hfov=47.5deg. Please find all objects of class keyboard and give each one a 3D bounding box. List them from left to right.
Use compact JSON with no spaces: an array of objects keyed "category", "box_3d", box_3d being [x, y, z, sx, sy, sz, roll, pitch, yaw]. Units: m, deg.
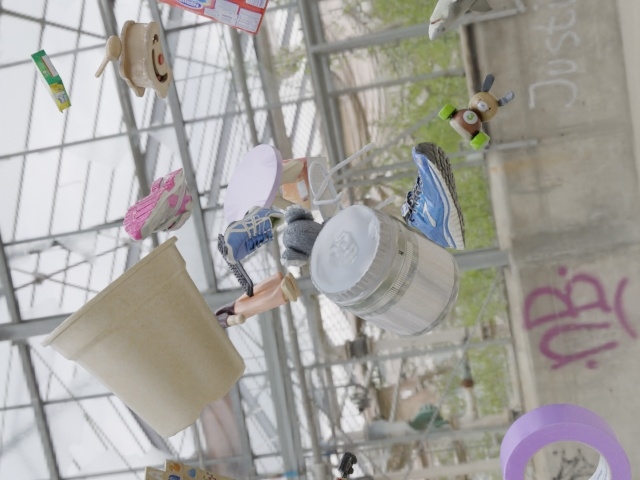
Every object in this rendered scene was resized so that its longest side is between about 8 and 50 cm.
[{"category":"keyboard","box_3d":[-0.233,0.074,1.973,0.180,0.023,0.108,56,161,22]}]

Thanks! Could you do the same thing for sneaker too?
[{"category":"sneaker","box_3d":[-0.357,-0.065,1.677,0.111,0.103,0.252,59,-148,-22]},{"category":"sneaker","box_3d":[-0.156,-0.018,1.684,0.211,0.081,0.080,-56,-39,-47]},{"category":"sneaker","box_3d":[0.264,-0.094,1.788,0.130,0.147,0.330,-82,-22,-47]}]

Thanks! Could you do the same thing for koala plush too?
[{"category":"koala plush","box_3d":[0.000,0.000,1.916,0.203,0.221,0.196,150,130,-65]}]

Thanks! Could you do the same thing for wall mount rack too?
[{"category":"wall mount rack","box_3d":[0.100,-0.120,2.201,0.350,0.130,0.304,65,-146,-31]}]

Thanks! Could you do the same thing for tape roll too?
[{"category":"tape roll","box_3d":[0.552,0.515,1.654,0.090,0.274,0.275,-64,-36,-73]}]

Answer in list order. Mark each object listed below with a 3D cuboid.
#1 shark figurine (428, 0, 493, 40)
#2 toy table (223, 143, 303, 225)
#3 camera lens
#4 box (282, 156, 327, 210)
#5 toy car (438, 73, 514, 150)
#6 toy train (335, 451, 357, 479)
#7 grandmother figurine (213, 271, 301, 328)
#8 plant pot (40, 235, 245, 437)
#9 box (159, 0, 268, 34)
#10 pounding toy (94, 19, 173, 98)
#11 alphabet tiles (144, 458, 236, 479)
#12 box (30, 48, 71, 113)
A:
[{"category":"shark figurine","box_3d":[0.357,-0.544,1.569,0.116,0.278,0.166,35,-142,-29]},{"category":"toy table","box_3d":[-0.162,-0.149,2.221,0.161,0.274,0.252,11,-145,-51]},{"category":"camera lens","box_3d":[0.141,0.069,1.532,0.274,0.219,0.219,28,-136,-37]},{"category":"box","box_3d":[-0.049,-0.178,2.332,0.091,0.130,0.171,-7,-87,-43]},{"category":"toy car","box_3d":[0.467,-0.382,2.113,0.155,0.188,0.149,44,-164,8]},{"category":"toy train","box_3d":[0.034,0.491,1.428,0.036,0.027,0.158,47,-127,-35]},{"category":"grandmother figurine","box_3d":[-0.227,0.192,2.044,0.104,0.342,0.208,67,-170,3]},{"category":"plant pot","box_3d":[-0.327,0.212,1.469,0.305,0.334,0.334,51,-167,-6]},{"category":"box","box_3d":[-0.218,-0.521,1.413,0.128,0.256,0.123,131,154,-66]},{"category":"pounding toy","box_3d":[-0.487,-0.477,1.866,0.269,0.154,0.154,71,-156,-75]},{"category":"alphabet tiles","box_3d":[-0.336,0.738,2.045,0.011,0.342,0.285,-63,18,15]},{"category":"box","box_3d":[-0.715,-0.419,1.941,0.105,0.043,0.179,58,162,7]}]
